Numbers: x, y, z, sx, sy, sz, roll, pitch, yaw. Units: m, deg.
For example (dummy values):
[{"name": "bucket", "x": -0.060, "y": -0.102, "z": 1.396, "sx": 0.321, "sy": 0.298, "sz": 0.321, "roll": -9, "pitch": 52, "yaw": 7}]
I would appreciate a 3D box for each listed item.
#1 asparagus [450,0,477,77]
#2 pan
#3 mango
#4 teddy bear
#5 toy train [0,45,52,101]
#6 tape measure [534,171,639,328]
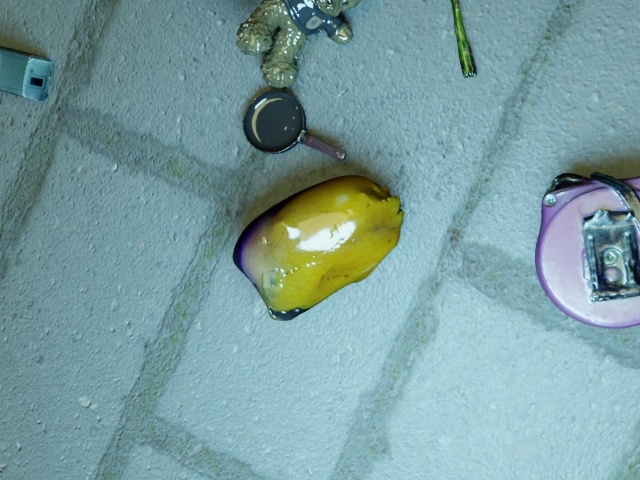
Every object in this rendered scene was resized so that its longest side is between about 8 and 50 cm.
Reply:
[{"name": "asparagus", "x": 0.225, "y": -0.383, "z": 1.309, "sx": 0.022, "sy": 0.023, "sz": 0.232, "roll": -9, "pitch": 85, "yaw": -29}, {"name": "pan", "x": -0.039, "y": -0.186, "z": 1.365, "sx": 0.212, "sy": 0.040, "sz": 0.114, "roll": 28, "pitch": 95, "yaw": 22}, {"name": "mango", "x": 0.000, "y": 0.000, "z": 1.278, "sx": 0.287, "sy": 0.201, "sz": 0.152, "roll": -29, "pitch": 61, "yaw": 2}, {"name": "teddy bear", "x": -0.035, "y": -0.393, "z": 1.329, "sx": 0.251, "sy": 0.182, "sz": 0.129, "roll": -36, "pitch": 48, "yaw": 17}, {"name": "toy train", "x": -0.721, "y": -0.362, "z": 1.542, "sx": 0.410, "sy": 0.089, "sz": 0.086, "roll": 16, "pitch": 98, "yaw": 15}, {"name": "tape measure", "x": 0.436, "y": 0.008, "z": 1.170, "sx": 0.232, "sy": 0.149, "sz": 0.245, "roll": -10, "pitch": 85, "yaw": 14}]
